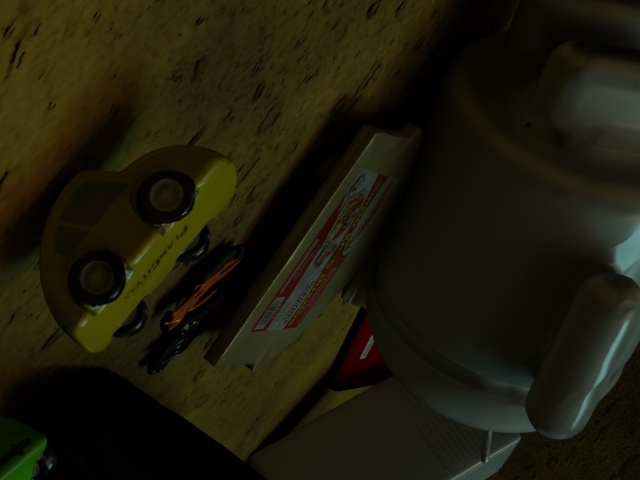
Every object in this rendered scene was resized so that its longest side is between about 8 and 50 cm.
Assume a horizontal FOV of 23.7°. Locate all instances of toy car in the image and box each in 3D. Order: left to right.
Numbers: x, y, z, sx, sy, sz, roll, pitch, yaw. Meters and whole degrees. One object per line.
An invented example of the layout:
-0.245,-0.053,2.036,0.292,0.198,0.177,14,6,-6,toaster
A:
-0.142,0.072,0.626,0.239,0.053,0.225,-40,162,-43,toy car

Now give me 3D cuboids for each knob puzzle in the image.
0.000,0.000,0.982,0.213,0.030,0.213,-50,166,-17,knob puzzle

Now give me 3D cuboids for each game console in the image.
0.065,0.059,1.404,0.124,0.085,0.144,-7,142,-28,game console

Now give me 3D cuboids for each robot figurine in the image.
0.150,-0.005,1.072,0.300,0.200,0.353,-96,-160,-49,robot figurine

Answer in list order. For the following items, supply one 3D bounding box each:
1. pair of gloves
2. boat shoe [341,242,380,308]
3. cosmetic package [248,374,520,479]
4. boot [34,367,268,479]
-0.073,0.040,0.875,0.074,0.010,0.083,-44,167,-39,pair of gloves
0.070,0.030,1.238,0.063,0.059,0.170,-58,166,19,boat shoe
0.055,0.202,1.383,0.231,0.117,0.085,-26,156,-23,cosmetic package
-0.137,0.222,0.858,0.260,0.131,0.348,-52,167,-6,boot
